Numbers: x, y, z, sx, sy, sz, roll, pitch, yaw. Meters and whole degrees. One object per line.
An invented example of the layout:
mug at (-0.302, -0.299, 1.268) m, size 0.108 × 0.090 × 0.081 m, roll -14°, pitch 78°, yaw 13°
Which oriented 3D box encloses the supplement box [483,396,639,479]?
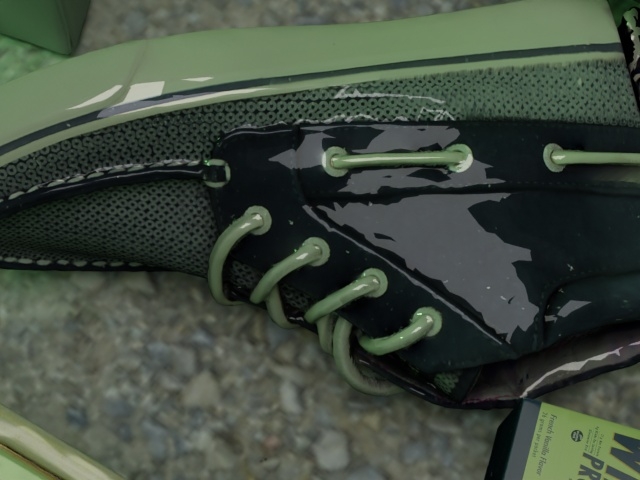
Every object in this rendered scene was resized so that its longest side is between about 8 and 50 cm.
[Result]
supplement box at (0.114, 0.110, 0.754) m, size 0.083 × 0.083 × 0.056 m, roll 16°, pitch 76°, yaw 2°

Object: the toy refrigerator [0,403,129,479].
toy refrigerator at (-0.046, 0.180, 0.726) m, size 0.269 × 0.094 × 0.102 m, roll 31°, pitch 76°, yaw 6°

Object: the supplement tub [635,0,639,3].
supplement tub at (0.236, -0.154, 0.754) m, size 0.316 × 0.193 × 0.194 m, roll 31°, pitch 76°, yaw -3°

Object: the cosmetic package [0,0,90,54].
cosmetic package at (-0.150, -0.255, 0.696) m, size 0.156 × 0.385 × 0.217 m, roll 18°, pitch 72°, yaw 3°

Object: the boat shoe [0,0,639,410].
boat shoe at (0.000, 0.000, 0.758) m, size 0.340 × 0.127 × 0.158 m, roll -11°, pitch 67°, yaw -5°
